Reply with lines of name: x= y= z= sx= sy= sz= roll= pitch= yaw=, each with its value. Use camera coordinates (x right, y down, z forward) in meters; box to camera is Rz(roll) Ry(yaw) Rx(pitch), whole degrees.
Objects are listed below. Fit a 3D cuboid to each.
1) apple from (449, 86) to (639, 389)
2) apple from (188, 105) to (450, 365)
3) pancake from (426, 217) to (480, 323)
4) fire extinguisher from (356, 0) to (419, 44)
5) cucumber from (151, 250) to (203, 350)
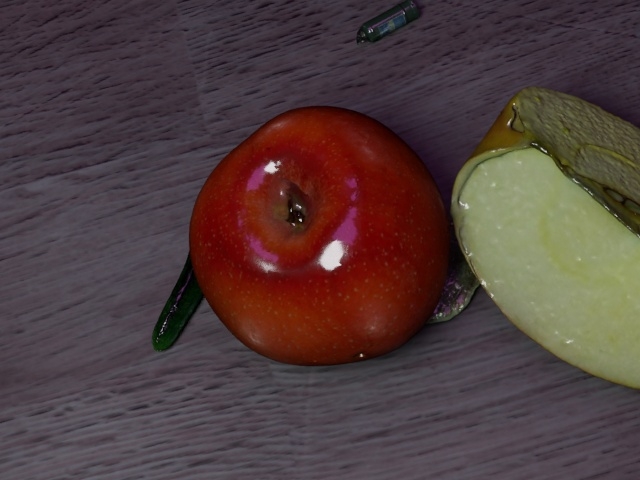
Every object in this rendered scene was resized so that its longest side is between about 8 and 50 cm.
apple: x=0.294 y=0.004 z=1.266 sx=0.346 sy=0.179 sz=0.254 roll=42 pitch=86 yaw=11
apple: x=0.000 y=0.000 z=1.260 sx=0.260 sy=0.216 sz=0.260 roll=-6 pitch=68 yaw=14
pancake: x=0.114 y=0.027 z=1.352 sx=0.116 sy=0.022 sz=0.129 roll=4 pitch=66 yaw=8
fire extinguisher: x=0.072 y=-0.251 z=1.482 sx=0.083 sy=0.025 sz=0.038 roll=-31 pitch=29 yaw=-9
cucumber: x=-0.135 y=0.036 z=1.365 sx=0.036 sy=0.033 sz=0.184 roll=27 pitch=69 yaw=-11
